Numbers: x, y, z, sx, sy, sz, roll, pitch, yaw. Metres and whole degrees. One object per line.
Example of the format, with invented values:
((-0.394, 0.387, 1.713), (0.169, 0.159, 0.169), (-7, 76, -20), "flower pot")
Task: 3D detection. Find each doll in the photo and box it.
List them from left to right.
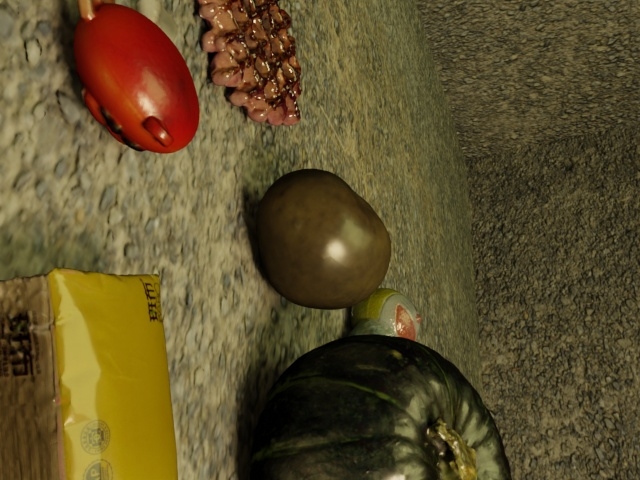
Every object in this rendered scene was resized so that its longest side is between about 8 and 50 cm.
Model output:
((-0.159, -0.151, 0.581), (0.183, 0.085, 0.217), (45, 21, -61), "doll")

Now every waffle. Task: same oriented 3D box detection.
((-0.087, -0.260, 0.874), (0.234, 0.056, 0.221), (14, 68, -63), "waffle")

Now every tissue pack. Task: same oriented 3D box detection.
((-0.157, 0.104, 0.444), (0.120, 0.082, 0.169), (16, 65, -70), "tissue pack")

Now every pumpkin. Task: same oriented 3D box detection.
((0.065, 0.266, 0.734), (0.323, 0.241, 0.323), (28, 53, -46), "pumpkin")

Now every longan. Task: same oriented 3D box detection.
((0.000, 0.000, 0.820), (0.167, 0.168, 0.187), (-69, 143, -56), "longan")

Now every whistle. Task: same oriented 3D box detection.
((0.095, 0.155, 1.081), (0.223, 0.123, 0.122), (-43, 122, -50), "whistle")
